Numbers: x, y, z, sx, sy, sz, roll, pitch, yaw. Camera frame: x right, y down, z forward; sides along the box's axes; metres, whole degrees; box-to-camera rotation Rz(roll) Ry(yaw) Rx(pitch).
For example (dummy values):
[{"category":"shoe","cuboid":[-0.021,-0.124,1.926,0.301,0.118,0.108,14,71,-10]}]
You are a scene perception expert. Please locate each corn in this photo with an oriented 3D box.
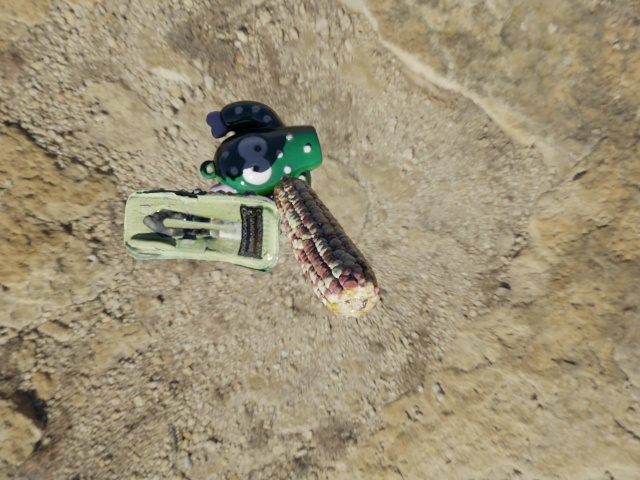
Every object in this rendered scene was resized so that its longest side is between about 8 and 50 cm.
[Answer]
[{"category":"corn","cuboid":[0.000,0.000,0.956,0.079,0.079,0.237,-29,52,0]}]

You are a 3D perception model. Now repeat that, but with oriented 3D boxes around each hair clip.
[{"category":"hair clip","cuboid":[-0.195,-0.024,1.289,0.321,0.091,0.138,6,94,24]}]

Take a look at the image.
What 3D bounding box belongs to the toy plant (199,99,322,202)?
[{"category":"toy plant","cuboid":[-0.119,-0.156,1.463,0.243,0.112,0.233,12,84,-5]}]
